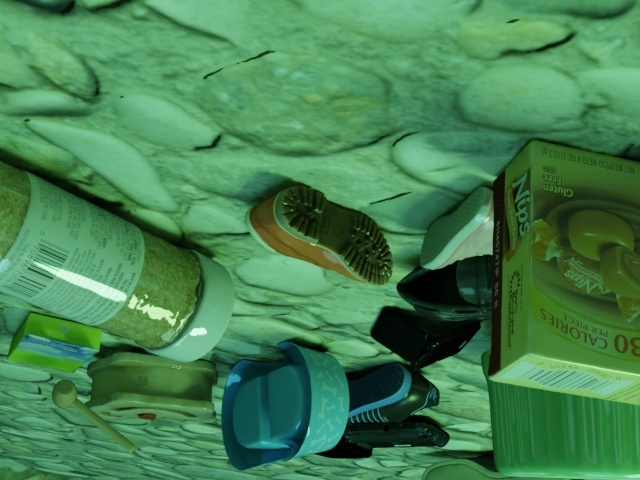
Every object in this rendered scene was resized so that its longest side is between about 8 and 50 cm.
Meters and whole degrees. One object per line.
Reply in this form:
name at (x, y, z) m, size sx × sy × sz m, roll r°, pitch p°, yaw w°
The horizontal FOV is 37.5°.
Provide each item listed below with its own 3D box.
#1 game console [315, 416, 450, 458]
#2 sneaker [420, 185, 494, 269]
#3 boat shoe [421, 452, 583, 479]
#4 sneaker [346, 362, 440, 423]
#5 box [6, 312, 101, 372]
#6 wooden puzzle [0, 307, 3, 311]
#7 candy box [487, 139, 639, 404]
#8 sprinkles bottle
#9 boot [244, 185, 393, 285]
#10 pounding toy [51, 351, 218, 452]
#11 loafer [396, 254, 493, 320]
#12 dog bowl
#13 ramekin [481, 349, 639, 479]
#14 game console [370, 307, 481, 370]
game console at (0.078, 0.371, 1.778) m, size 0.361 × 0.044 × 0.213 m, roll -10°, pitch 153°, yaw 36°
sneaker at (0.147, 0.000, 0.881) m, size 0.070 × 0.051 × 0.134 m, roll 19°, pitch 150°, yaw -15°
boat shoe at (0.361, 0.480, 1.862) m, size 0.340 × 0.127 × 0.113 m, roll -18°, pitch 169°, yaw 40°
sneaker at (0.078, 0.249, 1.441) m, size 0.090 × 0.082 × 0.232 m, roll 30°, pitch 147°, yaw -30°
box at (-0.396, 0.153, 1.401) m, size 0.109 × 0.043 × 0.178 m, roll 16°, pitch 155°, yaw -22°
wooden puzzle at (-0.480, 0.087, 1.317) m, size 0.083 × 0.006 × 0.049 m, roll 25°, pitch 151°, yaw -36°
candy box at (0.301, 0.043, 0.773) m, size 0.316 × 0.183 × 0.087 m, roll 11°, pitch 157°, yaw -9°
sprinkles bottle at (-0.248, 0.016, 0.944) m, size 0.121 × 0.121 × 0.355 m, roll -13°, pitch 149°, yaw 39°
boot at (0.000, 0.000, 0.926) m, size 0.158 × 0.059 × 0.084 m, roll 32°, pitch 150°, yaw -30°
pounding toy at (-0.290, 0.267, 1.473) m, size 0.269 × 0.155 × 0.154 m, roll 9°, pitch 155°, yaw -21°
loafer at (0.169, 0.042, 0.941) m, size 0.078 × 0.076 × 0.223 m, roll 14°, pitch 161°, yaw -36°
dog bowl at (-0.055, 0.248, 1.389) m, size 0.074 × 0.166 × 0.297 m, roll 6°, pitch 160°, yaw -28°
ramekin at (0.345, 0.211, 1.129) m, size 0.303 × 0.148 × 0.303 m, roll 2°, pitch 166°, yaw 0°
game console at (0.133, 0.116, 1.207) m, size 0.107 × 0.071 × 0.122 m, roll -20°, pitch 162°, yaw -14°
